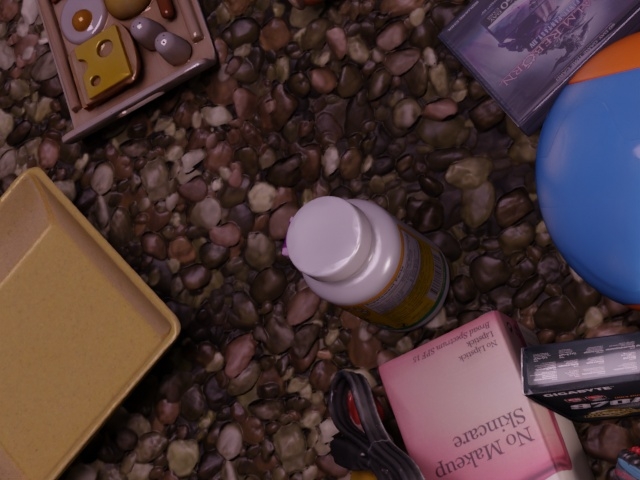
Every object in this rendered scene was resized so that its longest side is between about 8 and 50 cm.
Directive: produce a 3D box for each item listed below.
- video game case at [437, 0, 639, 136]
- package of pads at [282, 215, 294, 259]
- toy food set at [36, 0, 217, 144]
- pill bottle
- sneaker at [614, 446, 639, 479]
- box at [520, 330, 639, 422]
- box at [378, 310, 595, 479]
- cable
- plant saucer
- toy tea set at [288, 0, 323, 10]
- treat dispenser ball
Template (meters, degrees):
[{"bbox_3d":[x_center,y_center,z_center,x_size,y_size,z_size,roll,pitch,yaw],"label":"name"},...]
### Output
[{"bbox_3d":[0.243,-0.238,1.814,0.196,0.026,0.274,-44,28,9],"label":"video game case"},{"bbox_3d":[0.000,0.000,1.942,0.083,0.032,0.050,6,75,29],"label":"package of pads"},{"bbox_3d":[-0.276,-0.295,2.137,0.220,0.092,0.306,-28,64,17],"label":"toy food set"},{"bbox_3d":[0.049,0.023,1.806,0.118,0.208,0.117,-8,72,25],"label":"pill bottle"},{"bbox_3d":[0.376,0.290,1.616,0.262,0.104,0.125,32,115,46],"label":"sneaker"},{"bbox_3d":[0.329,0.131,1.650,0.220,0.175,0.051,-10,71,24],"label":"box"},{"bbox_3d":[0.179,0.213,1.730,0.149,0.127,0.232,-28,64,17],"label":"box"},{"bbox_3d":[0.071,0.211,1.720,0.287,0.072,0.139,-169,77,-71],"label":"cable"},{"bbox_3d":[-0.349,0.133,2.054,0.332,0.081,0.333,-49,60,6],"label":"plant saucer"},{"bbox_3d":[-0.053,-0.444,2.010,0.124,0.200,0.336,-10,76,15],"label":"toy tea set"},{"bbox_3d":[0.354,-0.066,1.630,0.288,0.288,0.288,-8,71,25],"label":"treat dispenser ball"}]
